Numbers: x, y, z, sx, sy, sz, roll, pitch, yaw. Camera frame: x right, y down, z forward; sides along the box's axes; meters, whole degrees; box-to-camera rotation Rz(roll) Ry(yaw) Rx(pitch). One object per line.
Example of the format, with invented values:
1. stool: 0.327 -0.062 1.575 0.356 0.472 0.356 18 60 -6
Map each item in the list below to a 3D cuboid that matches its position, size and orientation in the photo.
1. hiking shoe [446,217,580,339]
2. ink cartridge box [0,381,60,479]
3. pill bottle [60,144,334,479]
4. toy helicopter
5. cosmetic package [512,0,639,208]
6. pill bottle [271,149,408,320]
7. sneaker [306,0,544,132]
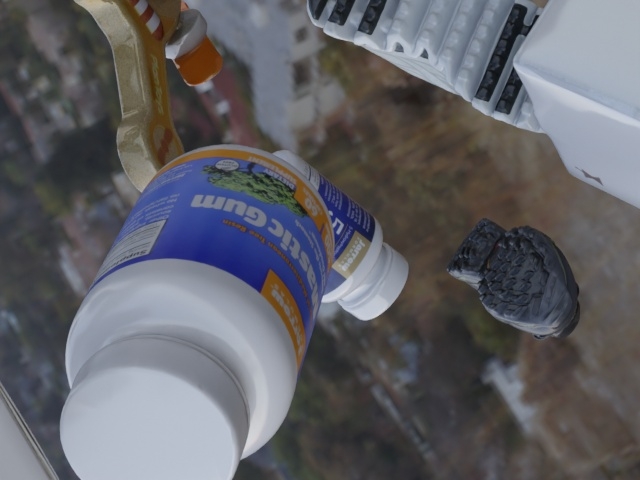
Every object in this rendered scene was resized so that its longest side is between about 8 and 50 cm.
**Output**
1. hiking shoe: 0.197 0.043 1.443 0.114 0.086 0.227 31 -174 -16
2. ink cartridge box: -0.314 0.164 0.936 0.283 0.207 0.117 -7 116 49
3. pill bottle: -0.082 0.057 1.085 0.272 0.152 0.152 -74 -30 -60
4. toy helicopter: -0.182 -0.204 1.667 0.235 0.140 0.355 34 -138 -58
5. cosmetic package: 0.353 -0.251 1.295 0.161 0.453 0.230 29 172 27
6. pill bottle: 0.000 0.000 1.709 0.186 0.112 0.112 37 168 -25
7. sneaker: 0.131 -0.180 1.491 0.292 0.110 0.118 29 180 17
